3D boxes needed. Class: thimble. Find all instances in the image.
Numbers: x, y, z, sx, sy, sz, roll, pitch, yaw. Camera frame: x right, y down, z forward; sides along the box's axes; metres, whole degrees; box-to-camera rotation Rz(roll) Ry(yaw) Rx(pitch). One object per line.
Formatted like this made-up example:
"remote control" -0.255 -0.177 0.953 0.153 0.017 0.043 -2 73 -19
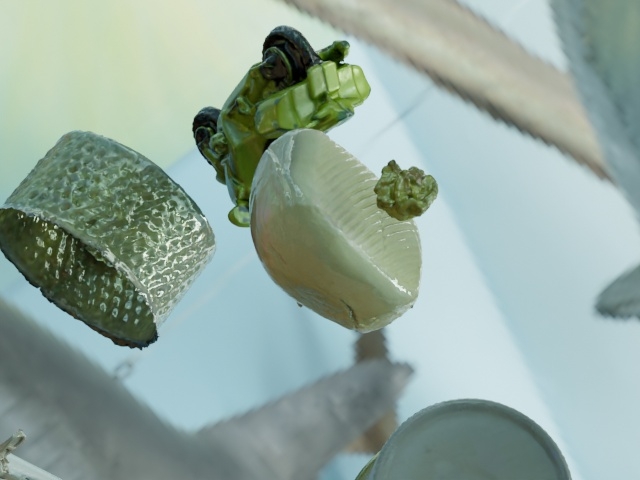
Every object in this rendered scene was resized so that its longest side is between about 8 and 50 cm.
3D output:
"thimble" -0.276 -0.001 2.471 0.271 0.150 0.271 30 -24 15

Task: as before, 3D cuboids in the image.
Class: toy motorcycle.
"toy motorcycle" -0.056 -0.121 2.364 0.206 0.142 0.342 52 -32 2

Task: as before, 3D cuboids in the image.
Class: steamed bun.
"steamed bun" 0.000 0.000 2.172 0.153 0.170 0.239 -32 -55 27

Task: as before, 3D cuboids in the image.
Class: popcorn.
"popcorn" 0.094 -0.050 2.050 0.068 0.059 0.083 32 -5 -35

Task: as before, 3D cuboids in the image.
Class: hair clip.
"hair clip" -0.447 0.308 2.322 0.072 0.226 0.034 66 5 18

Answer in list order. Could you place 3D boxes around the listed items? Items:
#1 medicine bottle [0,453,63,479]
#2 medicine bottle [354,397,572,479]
"medicine bottle" -0.433 0.330 2.476 0.341 0.130 0.130 20 -39 29
"medicine bottle" 0.127 0.298 1.881 0.224 0.224 0.384 44 -18 14
